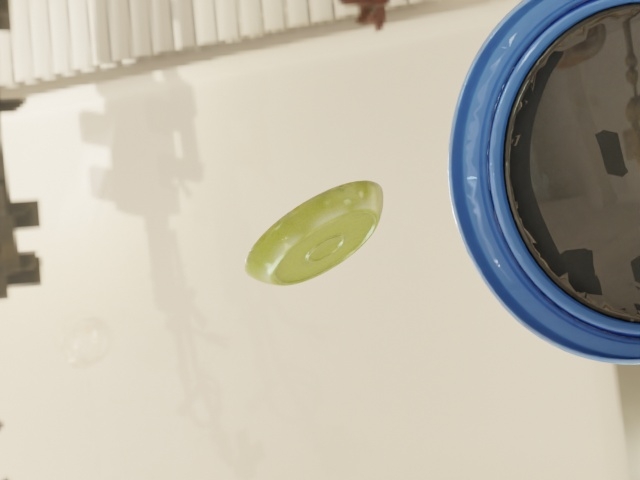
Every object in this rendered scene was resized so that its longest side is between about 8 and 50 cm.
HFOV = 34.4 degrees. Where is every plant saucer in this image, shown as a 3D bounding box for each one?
[{"bbox_3d":[0.000,0.000,1.545,0.241,0.037,0.241,-29,160,-12],"label":"plant saucer"}]

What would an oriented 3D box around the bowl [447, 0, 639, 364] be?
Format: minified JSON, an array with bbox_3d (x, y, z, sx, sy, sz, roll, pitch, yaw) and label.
[{"bbox_3d":[0.303,-0.073,1.037,0.077,0.391,0.391,-9,179,-44],"label":"bowl"}]
